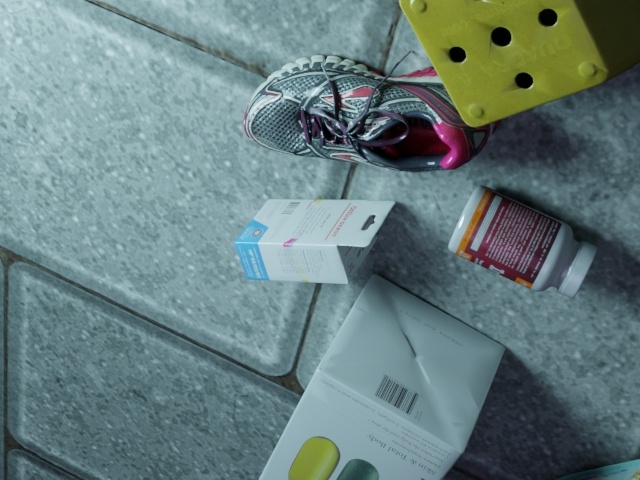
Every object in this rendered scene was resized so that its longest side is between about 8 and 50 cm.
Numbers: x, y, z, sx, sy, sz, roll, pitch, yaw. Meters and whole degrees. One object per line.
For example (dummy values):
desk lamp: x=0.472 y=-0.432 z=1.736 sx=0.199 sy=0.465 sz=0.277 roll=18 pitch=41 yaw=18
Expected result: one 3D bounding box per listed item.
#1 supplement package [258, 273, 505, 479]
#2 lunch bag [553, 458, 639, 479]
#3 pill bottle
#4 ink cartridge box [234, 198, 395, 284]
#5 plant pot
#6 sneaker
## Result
supplement package: x=0.076 y=0.229 z=1.337 sx=0.199 sy=0.198 sz=0.263 roll=29 pitch=133 yaw=5
lunch bag: x=0.387 y=0.422 z=1.347 sx=0.223 sy=0.160 sz=0.262 roll=46 pitch=139 yaw=-8
pill bottle: x=0.229 y=0.005 z=1.161 sx=0.152 sy=0.086 sz=0.086 roll=25 pitch=132 yaw=9
ink cartridge box: x=0.000 y=0.000 z=1.267 sx=0.181 sy=0.104 sz=0.062 roll=2 pitch=125 yaw=27
plant pot: x=0.189 y=-0.225 z=0.939 sx=0.212 sy=0.187 sz=0.212 roll=-17 pitch=114 yaw=36
sneaker: x=0.042 y=-0.136 z=1.137 sx=0.299 sy=0.112 sz=0.121 roll=1 pitch=125 yaw=28
